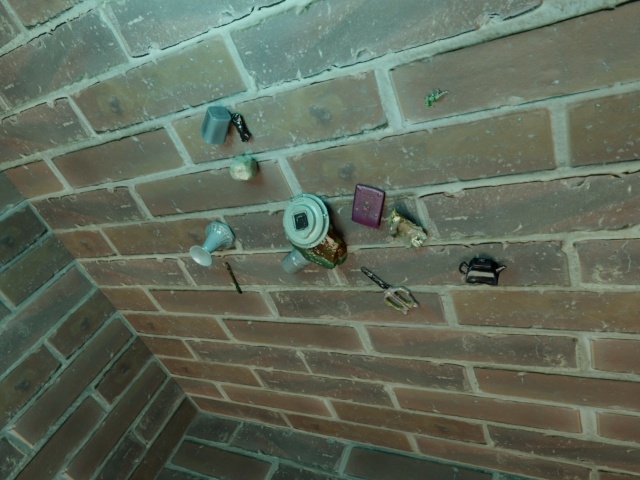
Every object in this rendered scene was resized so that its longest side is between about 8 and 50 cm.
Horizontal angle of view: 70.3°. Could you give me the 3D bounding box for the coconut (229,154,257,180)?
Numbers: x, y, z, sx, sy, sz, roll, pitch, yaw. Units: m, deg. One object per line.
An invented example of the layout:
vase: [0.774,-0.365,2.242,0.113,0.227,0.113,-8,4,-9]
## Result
coconut: [-0.335,-0.306,1.925,0.125,0.110,0.110,3,130,18]

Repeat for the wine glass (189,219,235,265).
wine glass: [-0.540,0.021,2.267,0.165,0.196,0.164,14,135,15]

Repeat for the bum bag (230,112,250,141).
bum bag: [-0.322,-0.455,1.833,0.058,0.034,0.124,0,128,39]

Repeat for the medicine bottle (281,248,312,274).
medicine bottle: [-0.101,0.087,2.146,0.105,0.105,0.168,43,136,-11]

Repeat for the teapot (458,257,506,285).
teapot: [0.630,0.109,1.774,0.178,0.087,0.096,4,125,26]

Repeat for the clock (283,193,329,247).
clock: [-0.074,-0.084,1.931,0.237,0.053,0.236,1,92,31]

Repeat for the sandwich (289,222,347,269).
sandwich: [0.002,0.011,2.017,0.292,0.109,0.212,47,135,-14]

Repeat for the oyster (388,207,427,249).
oyster: [0.337,-0.044,1.818,0.209,0.071,0.133,24,133,-21]

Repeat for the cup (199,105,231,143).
cup: [-0.427,-0.474,1.837,0.128,0.095,0.129,61,140,27]

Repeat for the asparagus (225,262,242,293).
asparagus: [-0.485,0.213,2.534,0.022,0.023,0.232,-23,126,-9]

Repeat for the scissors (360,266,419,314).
scissors: [0.307,0.226,2.100,0.318,0.024,0.160,38,136,-7]

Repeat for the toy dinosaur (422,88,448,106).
toy dinosaur: [0.368,-0.453,1.461,0.084,0.021,0.062,16,141,21]

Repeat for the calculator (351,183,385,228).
calculator: [0.189,-0.135,1.838,0.127,0.034,0.190,18,134,16]
